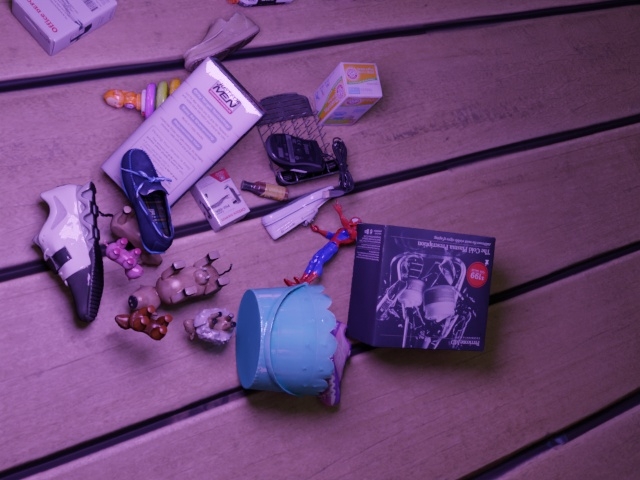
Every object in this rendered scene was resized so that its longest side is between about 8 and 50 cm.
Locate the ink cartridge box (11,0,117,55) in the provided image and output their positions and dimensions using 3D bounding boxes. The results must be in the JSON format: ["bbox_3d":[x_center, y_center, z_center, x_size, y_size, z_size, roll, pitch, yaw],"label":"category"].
[{"bbox_3d":[-0.648,-0.588,1.853,0.153,0.087,0.208,49,61,-5],"label":"ink cartridge box"}]

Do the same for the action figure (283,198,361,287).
[{"bbox_3d":[0.000,0.000,1.970,0.280,0.091,0.139,-41,105,-28],"label":"action figure"}]

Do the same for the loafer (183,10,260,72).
[{"bbox_3d":[-0.284,-0.545,2.004,0.092,0.102,0.268,51,53,-2],"label":"loafer"}]

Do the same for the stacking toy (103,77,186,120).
[{"bbox_3d":[-0.400,-0.352,1.876,0.302,0.175,0.165,3,75,-12],"label":"stacking toy"}]

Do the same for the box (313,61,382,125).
[{"bbox_3d":[0.074,-0.409,2.060,0.114,0.203,0.103,-4,77,-25],"label":"box"}]

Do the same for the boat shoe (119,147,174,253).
[{"bbox_3d":[-0.376,-0.100,1.665,0.109,0.089,0.258,-14,76,-43],"label":"boat shoe"}]

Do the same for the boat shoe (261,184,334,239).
[{"bbox_3d":[-0.053,-0.075,1.988,0.226,0.083,0.075,-27,99,-17],"label":"boat shoe"}]

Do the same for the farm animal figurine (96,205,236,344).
[{"bbox_3d":[-0.374,0.093,1.747,0.327,0.172,0.330,5,65,-36],"label":"farm animal figurine"}]

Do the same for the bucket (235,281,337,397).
[{"bbox_3d":[-0.091,0.239,1.772,0.183,0.281,0.281,3,74,-20],"label":"bucket"}]

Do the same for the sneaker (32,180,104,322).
[{"bbox_3d":[-0.586,0.032,1.699,0.146,0.122,0.330,-7,78,-7],"label":"sneaker"}]

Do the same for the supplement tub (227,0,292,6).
[{"bbox_3d":[-0.174,-0.729,2.091,0.190,0.117,0.117,-15,82,-27],"label":"supplement tub"}]

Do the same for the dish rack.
[{"bbox_3d":[-0.068,-0.288,2.036,0.208,0.074,0.271,-16,82,-28],"label":"dish rack"}]

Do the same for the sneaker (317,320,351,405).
[{"bbox_3d":[0.037,0.309,1.904,0.105,0.095,0.236,4,73,-31],"label":"sneaker"}]

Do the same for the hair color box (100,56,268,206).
[{"bbox_3d":[-0.326,-0.244,1.769,0.374,0.113,0.185,-42,96,12],"label":"hair color box"}]

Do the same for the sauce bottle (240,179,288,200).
[{"bbox_3d":[-0.151,-0.136,1.973,0.128,0.042,0.042,11,71,-19],"label":"sauce bottle"}]

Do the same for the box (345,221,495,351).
[{"bbox_3d":[0.268,0.125,1.963,0.343,0.179,0.312,5,91,-22],"label":"box"}]

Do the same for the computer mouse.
[{"bbox_3d":[-0.031,-0.190,1.950,0.262,0.060,0.184,-2,68,-35],"label":"computer mouse"}]

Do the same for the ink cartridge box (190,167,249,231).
[{"bbox_3d":[-0.261,-0.105,1.904,0.099,0.056,0.135,-31,89,-29],"label":"ink cartridge box"}]
